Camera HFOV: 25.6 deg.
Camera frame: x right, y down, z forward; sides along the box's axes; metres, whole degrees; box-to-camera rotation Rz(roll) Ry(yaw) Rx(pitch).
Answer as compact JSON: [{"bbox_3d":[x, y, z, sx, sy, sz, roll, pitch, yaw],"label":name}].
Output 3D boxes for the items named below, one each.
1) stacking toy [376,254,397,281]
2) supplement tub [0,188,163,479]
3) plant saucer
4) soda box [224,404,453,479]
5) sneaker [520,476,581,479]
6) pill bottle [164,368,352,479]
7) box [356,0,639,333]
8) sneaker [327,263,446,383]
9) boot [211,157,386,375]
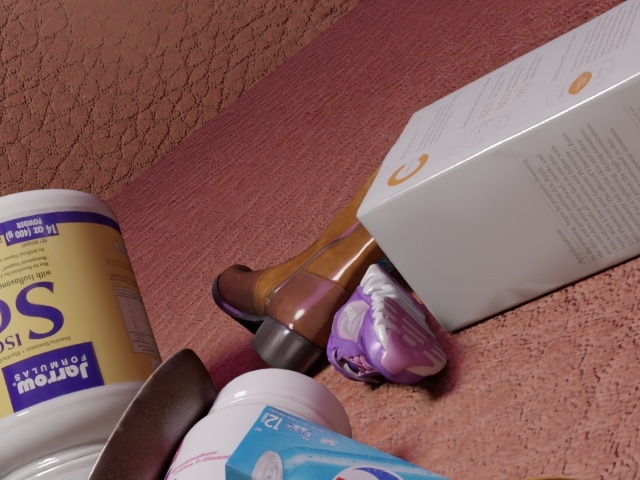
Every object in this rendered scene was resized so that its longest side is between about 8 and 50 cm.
[{"bbox_3d":[0.088,0.001,1.697,0.221,0.052,0.167,-43,17,-15],"label":"stacking toy"},{"bbox_3d":[-0.297,0.137,1.550,0.241,0.331,0.241,-19,-18,-6],"label":"supplement tub"},{"bbox_3d":[-0.165,0.251,1.311,0.310,0.050,0.310,23,-90,-82],"label":"plant saucer"},{"bbox_3d":[0.037,0.198,1.014,0.210,0.071,0.067,19,45,18],"label":"soda box"},{"bbox_3d":[0.142,0.279,0.771,0.112,0.131,0.296,6,42,-1],"label":"sneaker"},{"bbox_3d":[-0.060,0.237,1.173,0.160,0.160,0.283,-31,17,23],"label":"pill bottle"},{"bbox_3d":[0.241,-0.083,1.393,0.345,0.168,0.215,-26,21,35],"label":"box"},{"bbox_3d":[0.056,0.106,1.428,0.104,0.095,0.236,-43,11,7],"label":"sneaker"},{"bbox_3d":[0.000,0.000,1.666,0.280,0.096,0.264,-53,20,3],"label":"boot"}]
